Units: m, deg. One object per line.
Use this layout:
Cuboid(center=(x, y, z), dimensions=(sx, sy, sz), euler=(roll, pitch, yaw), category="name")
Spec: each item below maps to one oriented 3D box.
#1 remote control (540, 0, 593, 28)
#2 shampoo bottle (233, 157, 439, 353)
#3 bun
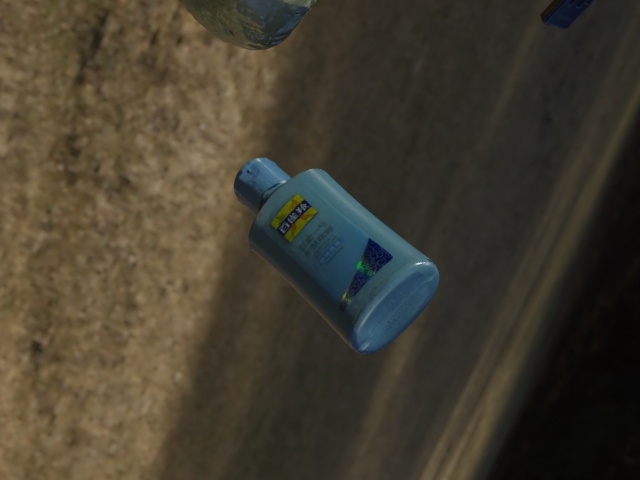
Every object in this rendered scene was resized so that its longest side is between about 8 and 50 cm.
Cuboid(center=(0.372, -0.361, 1.932), dimensions=(0.063, 0.025, 0.245), euler=(-1, 141, -52), category="remote control")
Cuboid(center=(0.000, 0.000, 1.408), dimensions=(0.104, 0.258, 0.061), euler=(-46, 134, -2), category="shampoo bottle")
Cuboid(center=(-0.069, -0.284, 1.367), dimensions=(0.244, 0.153, 0.244), euler=(-166, -90, -71), category="bun")
